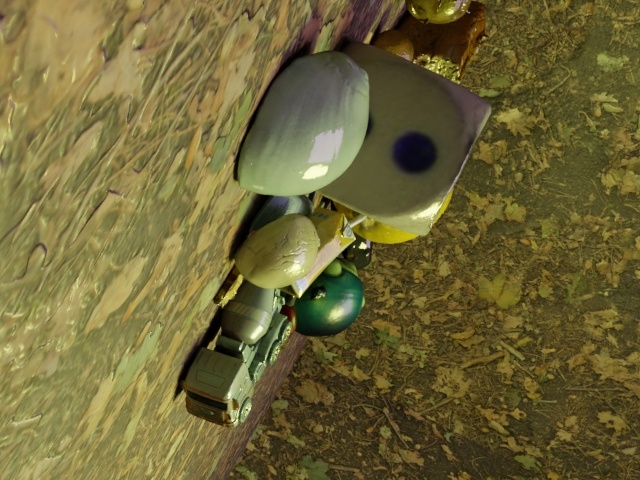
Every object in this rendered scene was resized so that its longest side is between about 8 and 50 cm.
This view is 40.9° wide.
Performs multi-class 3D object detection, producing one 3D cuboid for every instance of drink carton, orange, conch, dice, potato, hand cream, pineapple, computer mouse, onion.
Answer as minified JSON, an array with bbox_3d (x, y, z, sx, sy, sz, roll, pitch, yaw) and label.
[{"bbox_3d":[0.000,0.000,1.393,0.200,0.084,0.074,-47,127,-24],"label":"drink carton"},{"bbox_3d":[0.132,-0.348,1.591,0.095,0.085,0.085,-52,167,-56],"label":"orange"},{"bbox_3d":[-0.017,-0.143,1.061,0.221,0.121,0.185,-56,142,-27],"label":"conch"},{"bbox_3d":[0.112,-0.162,1.371,0.243,0.251,0.259,-65,174,6],"label":"dice"},{"bbox_3d":[0.222,-0.482,1.627,0.176,0.137,0.137,-105,-143,-65],"label":"potato"},{"bbox_3d":[-0.056,-0.052,1.363,0.091,0.058,0.271,-52,173,7],"label":"hand cream"},{"bbox_3d":[-0.140,0.072,1.320,0.083,0.019,0.045,-60,168,-24],"label":"pineapple"},{"bbox_3d":[0.081,-0.066,2.093,0.323,0.116,0.183,-80,168,-49],"label":"computer mouse"},{"bbox_3d":[-0.097,0.162,1.671,0.119,0.118,0.117,-61,-163,-22],"label":"onion"}]

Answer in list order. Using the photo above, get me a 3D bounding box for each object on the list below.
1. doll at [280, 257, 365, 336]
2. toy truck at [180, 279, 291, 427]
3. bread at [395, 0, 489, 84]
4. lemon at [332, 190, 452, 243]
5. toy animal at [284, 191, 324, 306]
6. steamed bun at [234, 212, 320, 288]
[{"bbox_3d":[0.000,0.126,1.947,0.322,0.198,0.186,53,37,-81],"label":"doll"},{"bbox_3d":[-0.133,0.163,1.400,0.140,0.108,0.257,88,24,-52],"label":"toy truck"},{"bbox_3d":[0.244,-0.412,1.844,0.380,0.185,0.109,-58,166,-45],"label":"bread"},{"bbox_3d":[0.152,-0.131,1.847,0.293,0.293,0.293,-63,175,-10],"label":"lemon"},{"bbox_3d":[-0.047,0.012,1.578,0.137,0.082,0.269,114,-4,-46],"label":"toy animal"},{"bbox_3d":[-0.060,0.022,1.264,0.130,0.091,0.112,-31,170,10],"label":"steamed bun"}]
